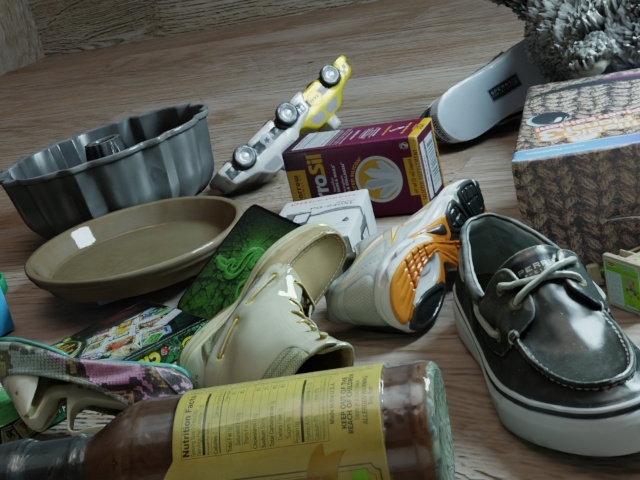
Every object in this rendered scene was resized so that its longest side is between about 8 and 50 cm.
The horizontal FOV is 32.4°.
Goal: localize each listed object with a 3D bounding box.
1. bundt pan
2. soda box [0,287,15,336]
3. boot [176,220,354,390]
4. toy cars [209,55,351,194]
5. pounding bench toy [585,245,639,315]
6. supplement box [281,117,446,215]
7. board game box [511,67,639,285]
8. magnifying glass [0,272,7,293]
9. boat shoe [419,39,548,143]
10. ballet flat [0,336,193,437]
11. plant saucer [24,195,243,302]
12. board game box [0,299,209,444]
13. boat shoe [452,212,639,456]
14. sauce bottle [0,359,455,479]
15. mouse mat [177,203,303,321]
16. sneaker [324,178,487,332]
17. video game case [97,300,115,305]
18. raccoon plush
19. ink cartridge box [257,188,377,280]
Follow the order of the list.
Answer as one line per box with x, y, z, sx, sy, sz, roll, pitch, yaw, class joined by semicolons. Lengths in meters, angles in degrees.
-0.305;-0.093;1.636;0.331;0.124;0.331;-16;16;5;bundt pan
-0.456;0.115;1.255;0.067;0.071;0.210;-1;23;35;soda box
-0.016;0.077;1.005;0.213;0.077;0.165;-47;32;-19;boot
-0.041;-0.171;1.745;0.176;0.087;0.393;-44;4;32;toy cars
0.296;0.027;1.021;0.065;0.052;0.083;-22;21;-22;pounding bench toy
0.057;-0.090;1.432;0.188;0.104;0.081;-5;21;24;supplement box
0.334;-0.079;1.158;0.232;0.141;0.291;-8;20;16;board game box
-0.471;0.093;1.408;0.092;0.026;0.231;-10;18;9;magnifying glass
0.284;-0.229;1.671;0.306;0.113;0.105;-34;8;-17;boat shoe
-0.224;0.140;1.004;0.222;0.077;0.079;7;59;20;ballet flat
-0.227;0.010;1.371;0.278;0.041;0.278;-11;20;4;plant saucer
-0.252;0.134;1.134;0.260;0.030;0.136;-26;25;-33;board game box
0.173;0.063;0.903;0.121;0.119;0.335;-17;19;-10;boat shoe
-0.076;0.163;0.813;0.345;0.111;0.111;-10;19;13;sauce bottle
-0.082;0.036;1.198;0.152;0.007;0.190;-54;30;-7;mouse mat
0.090;0.009;1.155;0.121;0.099;0.262;-6;19;34;sneaker
-0.202;0.017;1.435;0.212;0.023;0.193;-18;19;-14;video game case
0.305;-0.293;1.446;0.446;0.216;0.299;24;6;30;raccoon plush
0.000;0.000;1.281;0.109;0.063;0.150;-9;21;14;ink cartridge box
